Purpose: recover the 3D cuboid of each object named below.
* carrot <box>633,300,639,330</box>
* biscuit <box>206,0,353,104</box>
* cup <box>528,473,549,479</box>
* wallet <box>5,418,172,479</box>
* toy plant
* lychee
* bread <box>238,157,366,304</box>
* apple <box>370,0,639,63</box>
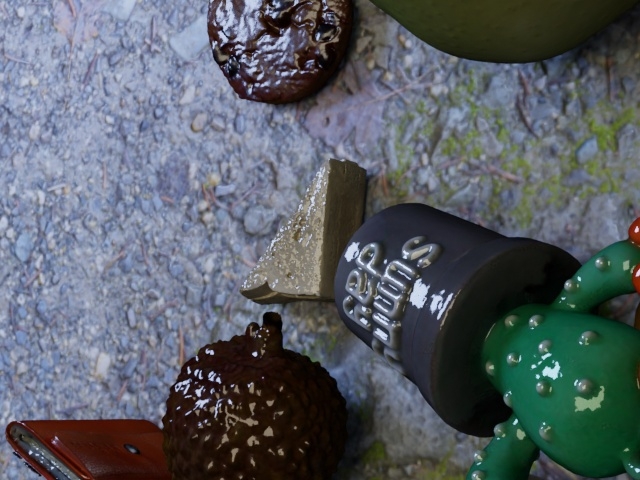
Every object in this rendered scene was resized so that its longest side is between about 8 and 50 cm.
[{"bbox_3d":[0.361,0.005,1.331,0.114,0.114,0.302,29,98,33],"label":"carrot"},{"bbox_3d":[-0.047,-0.240,1.670,0.192,0.049,0.192,-7,78,36],"label":"biscuit"},{"bbox_3d":[0.207,0.301,1.388,0.142,0.173,0.134,-70,23,5],"label":"cup"},{"bbox_3d":[-0.211,0.227,1.604,0.142,0.204,0.045,33,103,32],"label":"wallet"},{"bbox_3d":[0.173,0.103,1.343,0.279,0.185,0.400,-42,38,-13],"label":"toy plant"},{"bbox_3d":[-0.064,0.181,1.530,0.200,0.200,0.238,23,109,33],"label":"lychee"},{"bbox_3d":[-0.017,-0.008,1.595,0.105,0.077,0.152,1,82,32],"label":"bread"},{"bbox_3d":[0.157,-0.341,1.399,0.357,0.357,0.357,-6,79,32],"label":"apple"}]
